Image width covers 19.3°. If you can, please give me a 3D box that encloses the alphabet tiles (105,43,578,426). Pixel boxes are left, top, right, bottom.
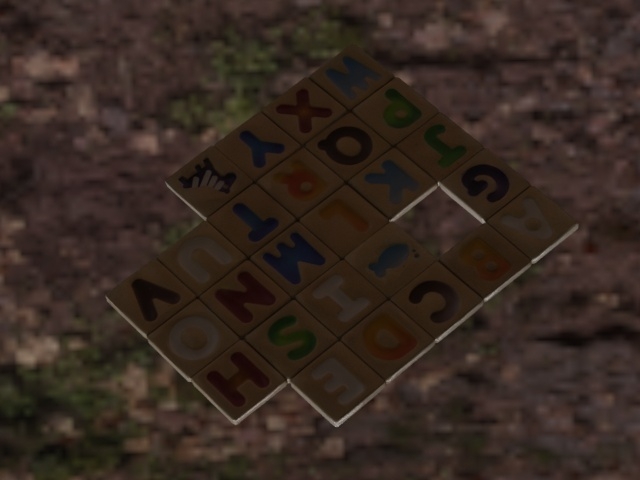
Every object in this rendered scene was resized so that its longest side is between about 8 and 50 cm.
[{"bbox_3d":[0.000,0.000,1.115,0.237,0.009,0.198,-38,-119,-21],"label":"alphabet tiles"}]
